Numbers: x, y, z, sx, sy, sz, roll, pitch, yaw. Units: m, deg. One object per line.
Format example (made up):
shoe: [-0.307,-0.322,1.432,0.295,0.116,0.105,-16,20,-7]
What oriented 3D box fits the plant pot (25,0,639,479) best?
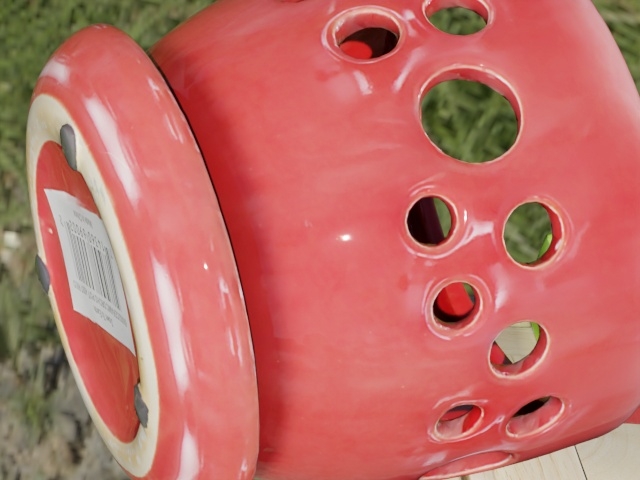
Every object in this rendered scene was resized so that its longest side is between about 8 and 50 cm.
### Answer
plant pot: [0.000,0.000,0.632,0.174,0.191,0.191,-17,62,-19]

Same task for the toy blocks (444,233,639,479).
toy blocks: [0.166,0.154,0.945,0.381,0.191,0.261,3,39,-14]
